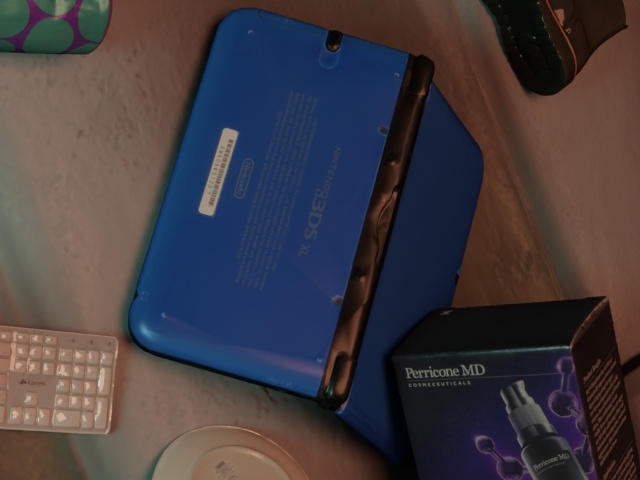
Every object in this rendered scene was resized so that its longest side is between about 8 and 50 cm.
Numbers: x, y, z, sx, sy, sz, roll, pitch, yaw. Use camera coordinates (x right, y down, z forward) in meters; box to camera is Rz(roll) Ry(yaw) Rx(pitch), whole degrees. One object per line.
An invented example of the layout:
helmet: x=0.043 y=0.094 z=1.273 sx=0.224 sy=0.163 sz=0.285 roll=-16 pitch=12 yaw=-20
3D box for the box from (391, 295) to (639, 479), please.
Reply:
box: x=0.161 y=0.159 z=1.376 sx=0.108 sy=0.153 sz=0.207 roll=-39 pitch=118 yaw=-58

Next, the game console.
game console: x=0.000 y=0.000 z=1.394 sx=0.250 sy=0.173 sz=0.293 roll=16 pitch=70 yaw=-2

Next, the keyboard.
keyboard: x=-0.254 y=0.091 z=1.195 sx=0.256 sy=0.014 sz=0.072 roll=8 pitch=78 yaw=-36

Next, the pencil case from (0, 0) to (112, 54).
pencil case: x=-0.227 y=-0.167 z=1.223 sx=0.152 sy=0.064 sz=0.070 roll=-4 pitch=102 yaw=-38

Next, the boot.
boot: x=0.205 y=-0.247 z=1.565 sx=0.137 sy=0.077 sz=0.198 roll=-38 pitch=119 yaw=-39

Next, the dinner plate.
dinner plate: x=-0.058 y=0.197 z=1.289 sx=0.141 sy=0.017 sz=0.141 roll=17 pitch=48 yaw=-20
